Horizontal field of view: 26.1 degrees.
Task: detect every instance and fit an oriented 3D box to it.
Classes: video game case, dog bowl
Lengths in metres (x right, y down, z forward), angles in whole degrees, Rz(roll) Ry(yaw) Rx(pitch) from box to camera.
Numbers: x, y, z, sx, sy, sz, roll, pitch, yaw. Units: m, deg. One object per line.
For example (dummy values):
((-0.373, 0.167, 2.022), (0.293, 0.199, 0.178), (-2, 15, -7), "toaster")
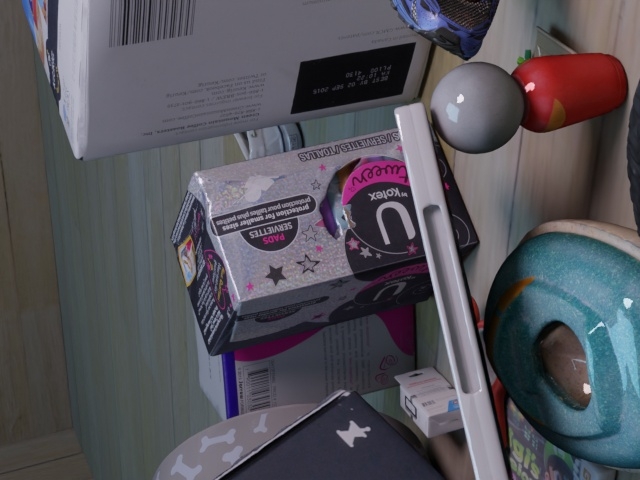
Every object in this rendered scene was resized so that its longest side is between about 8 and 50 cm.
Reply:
((0.105, 0.051, 1.062), (0.204, 0.025, 0.285), (39, -141, -80), "video game case")
((0.201, 0.218, 1.266), (0.190, 0.022, 0.173), (-129, 33, -51), "video game case")
((-0.028, 0.298, 1.499), (0.349, 0.348, 0.102), (103, 161, -50), "dog bowl")

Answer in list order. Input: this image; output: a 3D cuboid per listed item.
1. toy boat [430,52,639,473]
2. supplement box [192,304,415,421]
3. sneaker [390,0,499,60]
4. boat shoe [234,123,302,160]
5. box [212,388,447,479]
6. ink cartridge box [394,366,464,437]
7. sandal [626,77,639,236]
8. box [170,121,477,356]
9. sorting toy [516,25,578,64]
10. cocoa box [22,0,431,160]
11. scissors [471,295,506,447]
((0.176, 0.018, 1.026), (0.267, 0.148, 0.318), (177, 81, -70), "toy boat")
((-0.017, 0.108, 1.501), (0.114, 0.220, 0.111), (-137, 40, -59), "supplement box")
((0.113, -0.222, 1.038), (0.087, 0.083, 0.221), (-50, 17, 46), "sneaker")
((-0.097, -0.176, 1.757), (0.226, 0.075, 0.083), (-125, 30, -47), "boat shoe")
((0.052, 0.480, 1.231), (0.480, 0.297, 0.472), (43, 144, 23), "box")
((0.114, 0.166, 1.431), (0.083, 0.048, 0.028), (-132, 35, -56), "ink cartridge box")
((0.298, 0.071, 0.830), (0.167, 0.107, 0.446), (16, 129, 67), "sandal")
((0.000, 0.000, 1.346), (0.163, 0.247, 0.142), (122, 131, -63), "box")
((0.183, -0.141, 1.110), (0.083, 0.012, 0.062), (49, 151, 47), "sorting toy")
((-0.086, -0.254, 1.278), (0.231, 0.347, 0.228), (104, 148, -50), "cocoa box")
((0.161, 0.196, 1.305), (0.109, 0.021, 0.297), (25, 126, 62), "scissors")
